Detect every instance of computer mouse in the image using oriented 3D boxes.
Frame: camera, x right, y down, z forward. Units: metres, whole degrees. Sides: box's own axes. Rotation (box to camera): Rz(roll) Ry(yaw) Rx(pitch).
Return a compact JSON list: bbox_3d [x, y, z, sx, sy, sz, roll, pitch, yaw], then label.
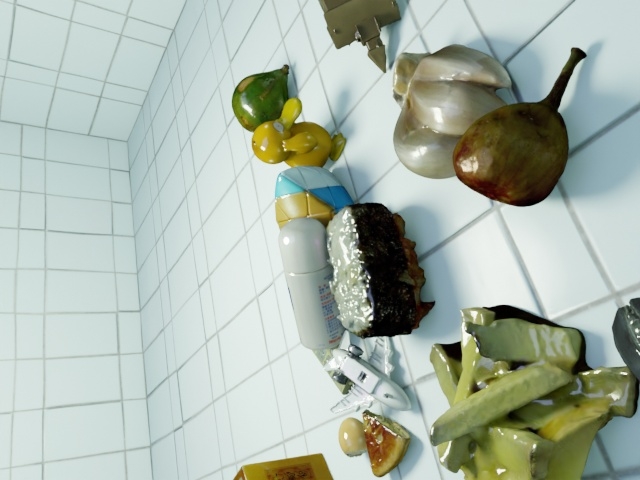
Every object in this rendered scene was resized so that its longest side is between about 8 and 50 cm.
[{"bbox_3d":[0.493,0.166,0.737,0.106,0.062,0.192,-56,45,35],"label":"computer mouse"}]

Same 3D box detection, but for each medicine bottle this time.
[{"bbox_3d":[-0.022,0.104,1.332,0.130,0.130,0.341,22,129,55],"label":"medicine bottle"}]

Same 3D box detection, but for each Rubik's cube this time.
[{"bbox_3d":[-0.024,-0.095,1.445,0.254,0.254,0.254,-10,78,55],"label":"Rubik's cube"}]

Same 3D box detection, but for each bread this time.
[{"bbox_3d":[0.160,0.460,1.198,0.136,0.054,0.154,-34,64,50],"label":"bread"}]

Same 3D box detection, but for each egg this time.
[{"bbox_3d":[0.083,0.485,1.286,0.080,0.080,0.096,-49,39,41],"label":"egg"}]

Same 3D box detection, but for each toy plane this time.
[{"bbox_3d":[0.108,0.323,1.233,0.255,0.101,0.251,31,91,44],"label":"toy plane"}]

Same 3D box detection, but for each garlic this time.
[{"bbox_3d":[0.252,-0.266,1.094,0.325,0.132,0.279,-122,40,-48],"label":"garlic"}]

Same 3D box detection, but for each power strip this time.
[{"bbox_3d":[0.039,0.320,1.408,0.268,0.034,0.092,47,123,48],"label":"power strip"}]

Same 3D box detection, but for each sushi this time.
[{"bbox_3d":[0.120,0.060,1.204,0.196,0.182,0.343,-40,54,52],"label":"sushi"}]

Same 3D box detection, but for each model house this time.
[{"bbox_3d":[0.116,-0.541,1.336,0.176,0.181,0.248,-54,-59,-82],"label":"model house"}]

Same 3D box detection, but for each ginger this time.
[{"bbox_3d":[0.306,0.284,0.874,0.413,0.211,0.358,54,127,44],"label":"ginger"}]

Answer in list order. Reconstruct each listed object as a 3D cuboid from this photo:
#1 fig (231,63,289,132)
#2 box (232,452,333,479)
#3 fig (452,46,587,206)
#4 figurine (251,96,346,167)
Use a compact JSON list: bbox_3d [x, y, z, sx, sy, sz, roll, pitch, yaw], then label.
[{"bbox_3d":[-0.178,-0.475,1.733,0.245,0.195,0.195,-47,37,-7],"label":"fig"},{"bbox_3d":[-0.165,0.768,1.455,0.415,0.264,0.116,-60,42,29],"label":"box"},{"bbox_3d":[0.367,-0.182,0.886,0.290,0.191,0.190,-45,49,22],"label":"fig"},{"bbox_3d":[-0.069,-0.277,1.471,0.215,0.228,0.215,-30,43,32],"label":"figurine"}]
